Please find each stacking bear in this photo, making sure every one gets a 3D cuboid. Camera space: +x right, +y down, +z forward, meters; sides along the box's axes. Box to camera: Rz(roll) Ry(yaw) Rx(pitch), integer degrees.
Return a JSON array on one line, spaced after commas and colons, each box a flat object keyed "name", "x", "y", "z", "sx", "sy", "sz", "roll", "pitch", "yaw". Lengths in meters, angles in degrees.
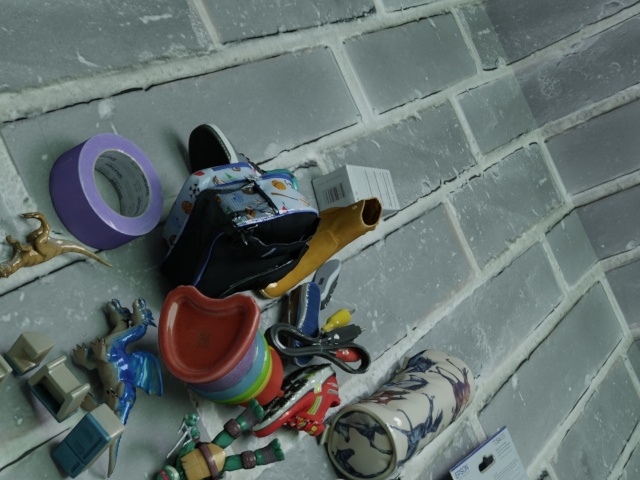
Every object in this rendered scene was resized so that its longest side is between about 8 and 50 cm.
[{"name": "stacking bear", "x": -0.151, "y": 0.210, "z": 1.841, "sx": 0.289, "sy": 0.175, "sz": 0.164, "roll": 52, "pitch": 49, "yaw": -60}]

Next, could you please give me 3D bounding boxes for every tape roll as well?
[{"name": "tape roll", "x": -0.367, "y": -0.085, "z": 1.823, "sx": 0.189, "sy": 0.080, "sz": 0.189, "roll": 32, "pitch": 47, "yaw": -42}]

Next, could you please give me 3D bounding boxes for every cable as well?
[{"name": "cable", "x": -0.002, "y": 0.213, "z": 2.073, "sx": 0.287, "sy": 0.072, "sz": 0.140, "roll": -7, "pitch": 77, "yaw": -45}]

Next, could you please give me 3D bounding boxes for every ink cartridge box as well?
[{"name": "ink cartridge box", "x": 0.415, "y": 0.643, "z": 2.487, "sx": 0.324, "sy": 0.071, "sz": 0.330, "roll": -17, "pitch": 82, "yaw": -55}]

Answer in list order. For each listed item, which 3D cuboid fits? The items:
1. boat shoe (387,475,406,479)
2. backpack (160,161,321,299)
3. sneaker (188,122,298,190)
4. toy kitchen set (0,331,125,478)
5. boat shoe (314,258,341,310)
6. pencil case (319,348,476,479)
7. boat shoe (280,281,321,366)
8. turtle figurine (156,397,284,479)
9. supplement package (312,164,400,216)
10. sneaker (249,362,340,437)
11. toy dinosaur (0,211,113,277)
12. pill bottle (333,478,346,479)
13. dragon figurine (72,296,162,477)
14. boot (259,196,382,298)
[{"name": "boat shoe", "x": 0.134, "y": 0.609, "z": 2.036, "sx": 0.109, "sy": 0.091, "sz": 0.305, "roll": 93, "pitch": -3, "yaw": -76}, {"name": "backpack", "x": -0.143, "y": -0.013, "z": 1.917, "sx": 0.263, "sy": 0.276, "sz": 0.213, "roll": -9, "pitch": 59, "yaw": -38}, {"name": "sneaker", "x": -0.138, "y": -0.122, "z": 2.115, "sx": 0.178, "sy": 0.123, "sz": 0.296, "roll": -44, "pitch": 114, "yaw": -50}, {"name": "toy kitchen set", "x": -0.427, "y": 0.261, "z": 1.540, "sx": 0.207, "sy": 0.122, "sz": 0.166, "roll": 48, "pitch": 34, "yaw": 8}, {"name": "boat shoe", "x": 0.012, "y": 0.094, "z": 2.276, "sx": 0.142, "sy": 0.049, "sz": 0.040, "roll": -61, "pitch": 140, "yaw": -48}, {"name": "pencil case", "x": 0.168, "y": 0.363, "z": 2.232, "sx": 0.410, "sy": 0.183, "sz": 0.160, "roll": -23, "pitch": 119, "yaw": -56}, {"name": "boat shoe", "x": -0.043, "y": 0.174, "z": 2.128, "sx": 0.066, "sy": 0.066, "sz": 0.183, "roll": 39, "pitch": 48, "yaw": -37}, {"name": "turtle figurine", "x": -0.187, "y": 0.363, "z": 1.746, "sx": 0.234, "sy": 0.118, "sz": 0.175, "roll": -24, "pitch": 93, "yaw": -25}, {"name": "supplement package", "x": 0.083, "y": -0.104, "z": 2.429, "sx": 0.179, "sy": 0.105, "sz": 0.105, "roll": 2, "pitch": 70, "yaw": -54}, {"name": "sneaker", "x": -0.035, "y": 0.325, "z": 2.023, "sx": 0.279, "sy": 0.107, "sz": 0.118, "roll": -25, "pitch": 97, "yaw": -56}, {"name": "toy dinosaur", "x": -0.442, "y": 0.010, "z": 1.697, "sx": 0.211, "sy": 0.064, "sz": 0.112, "roll": -16, "pitch": 102, "yaw": -47}, {"name": "pill bottle", "x": 0.068, "y": 0.512, "z": 2.085, "sx": 0.120, "sy": 0.067, "sz": 0.067, "roll": 27, "pitch": 51, "yaw": -44}, {"name": "dragon figurine", "x": -0.313, "y": 0.225, "z": 1.711, "sx": 0.144, "sy": 0.085, "sz": 0.289, "roll": 2, "pitch": 68, "yaw": -53}, {"name": "boot", "x": 0.001, "y": 0.000, "z": 2.160, "sx": 0.104, "sy": 0.211, "sz": 0.295, "roll": 58, "pitch": 35, "yaw": -12}]
